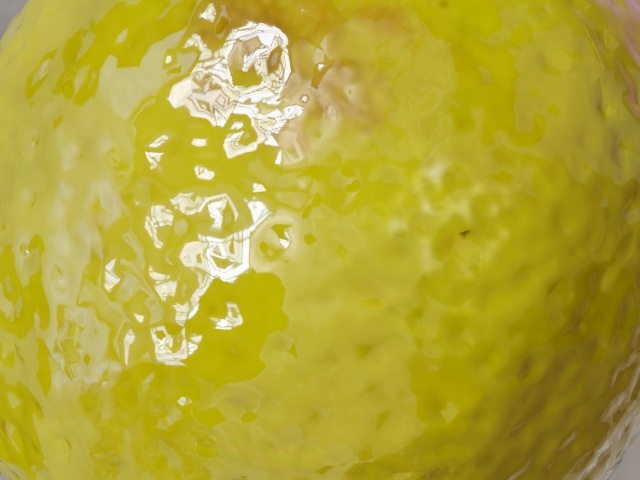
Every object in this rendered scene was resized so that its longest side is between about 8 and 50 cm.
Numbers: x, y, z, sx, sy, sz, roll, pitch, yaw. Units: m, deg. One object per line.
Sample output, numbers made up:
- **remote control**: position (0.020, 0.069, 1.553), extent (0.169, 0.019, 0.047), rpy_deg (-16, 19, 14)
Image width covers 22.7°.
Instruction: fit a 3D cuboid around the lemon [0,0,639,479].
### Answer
- **lemon**: position (-0.001, -0.001, 0.530), extent (0.267, 0.267, 0.267), rpy_deg (-8, 102, -46)
